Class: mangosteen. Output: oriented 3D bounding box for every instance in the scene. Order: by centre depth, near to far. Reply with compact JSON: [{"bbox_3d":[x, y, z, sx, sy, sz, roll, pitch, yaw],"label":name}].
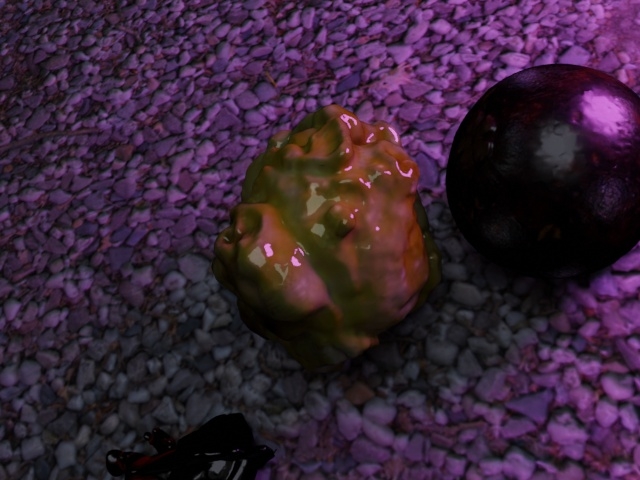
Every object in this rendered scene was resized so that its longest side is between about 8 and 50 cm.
[{"bbox_3d":[0.303,-0.083,0.859,0.287,0.288,0.288,-7,60,12],"label":"mangosteen"}]

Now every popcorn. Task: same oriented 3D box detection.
[{"bbox_3d":[0.009,-0.008,0.871,0.311,0.312,0.313,-7,60,12],"label":"popcorn"}]

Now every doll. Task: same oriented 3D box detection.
[{"bbox_3d":[-0.170,0.297,0.879,0.248,0.088,0.127,-20,78,15],"label":"doll"}]
